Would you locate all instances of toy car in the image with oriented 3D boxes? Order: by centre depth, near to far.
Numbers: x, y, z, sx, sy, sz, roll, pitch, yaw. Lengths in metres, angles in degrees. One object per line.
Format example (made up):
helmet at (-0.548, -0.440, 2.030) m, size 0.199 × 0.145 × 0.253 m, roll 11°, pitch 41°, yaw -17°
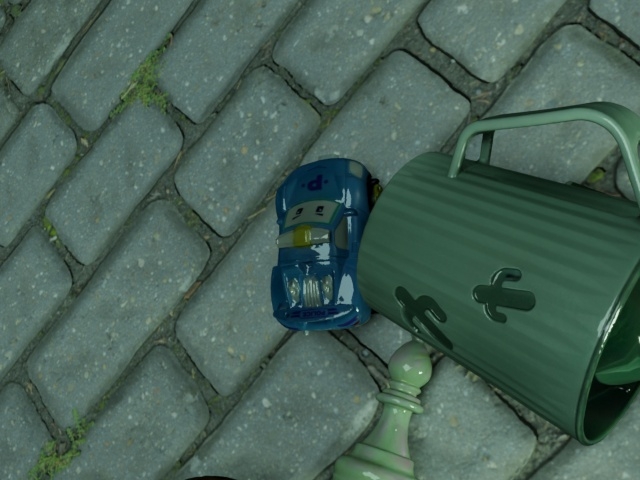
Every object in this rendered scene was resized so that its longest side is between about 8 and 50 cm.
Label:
toy car at (0.000, 0.000, 1.353) m, size 0.198 × 0.166 × 0.315 m, roll -5°, pitch 76°, yaw 24°

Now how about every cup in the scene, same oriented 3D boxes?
cup at (0.296, 0.017, 1.109) m, size 0.392 × 0.310 × 0.401 m, roll 26°, pitch 92°, yaw 34°

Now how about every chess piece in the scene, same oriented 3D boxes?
chess piece at (0.120, 0.272, 1.265) m, size 0.139 × 0.139 × 0.272 m, roll 10°, pitch 72°, yaw 29°

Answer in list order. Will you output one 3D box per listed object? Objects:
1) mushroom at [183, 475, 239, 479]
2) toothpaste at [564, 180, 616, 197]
mushroom at (-0.201, 0.544, 1.259) m, size 0.331 × 0.356 × 0.334 m, roll -118°, pitch 26°, yaw -51°
toothpaste at (0.480, -0.006, 1.155) m, size 0.392 × 0.061 × 0.099 m, roll 26°, pitch 99°, yaw 27°
